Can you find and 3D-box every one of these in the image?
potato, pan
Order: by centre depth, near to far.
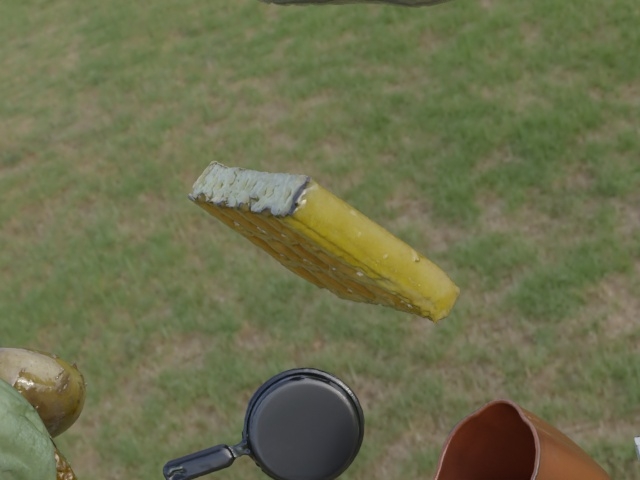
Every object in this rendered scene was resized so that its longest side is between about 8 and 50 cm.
[{"bbox_3d":[-0.065,0.227,1.336,0.235,0.136,0.028,-20,6,3],"label":"pan"},{"bbox_3d":[-0.411,0.217,1.697,0.175,0.137,0.137,10,4,-42],"label":"potato"}]

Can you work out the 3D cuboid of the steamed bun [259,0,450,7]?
[{"bbox_3d":[0.093,-0.353,1.064,0.367,0.255,0.342,-3,24,8],"label":"steamed bun"}]

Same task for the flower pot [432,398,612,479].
[{"bbox_3d":[0.245,0.302,1.390,0.190,0.173,0.191,-44,30,34],"label":"flower pot"}]

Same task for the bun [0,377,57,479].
[{"bbox_3d":[-0.309,0.199,0.954,0.221,0.221,0.108,-23,41,-5],"label":"bun"}]

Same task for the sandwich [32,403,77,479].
[{"bbox_3d":[-0.332,0.327,1.463,0.087,0.251,0.226,-34,1,-35],"label":"sandwich"}]

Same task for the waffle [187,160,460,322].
[{"bbox_3d":[0.000,0.000,1.270,0.248,0.221,0.055,11,70,59],"label":"waffle"}]

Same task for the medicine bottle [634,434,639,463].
[{"bbox_3d":[0.496,0.396,1.682,0.052,0.171,0.201,-16,38,12],"label":"medicine bottle"}]
